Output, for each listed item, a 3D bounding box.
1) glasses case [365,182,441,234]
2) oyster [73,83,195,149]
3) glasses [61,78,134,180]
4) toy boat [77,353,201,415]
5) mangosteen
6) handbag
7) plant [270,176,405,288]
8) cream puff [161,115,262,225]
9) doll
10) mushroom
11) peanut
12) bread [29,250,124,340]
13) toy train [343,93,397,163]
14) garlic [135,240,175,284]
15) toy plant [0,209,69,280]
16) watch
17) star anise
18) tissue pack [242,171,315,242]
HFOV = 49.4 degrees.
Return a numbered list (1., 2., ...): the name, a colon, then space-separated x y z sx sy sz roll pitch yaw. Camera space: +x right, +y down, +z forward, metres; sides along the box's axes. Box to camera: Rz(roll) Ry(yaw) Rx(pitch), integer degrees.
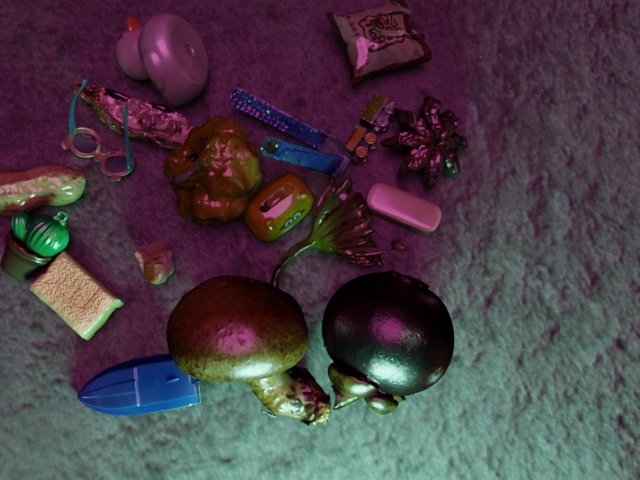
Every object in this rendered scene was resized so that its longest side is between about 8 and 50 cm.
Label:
1. glasses case: 0.211 -0.081 1.776 0.196 0.050 0.083 24 78 2
2. oyster: -0.478 -0.320 1.782 0.345 0.078 0.129 23 55 4
3. glasses: -0.526 -0.281 1.712 0.189 0.220 0.088 33 37 6
4. toy boat: -0.424 0.339 1.617 0.295 0.088 0.129 -11 77 5
5. mangosteen: 0.137 0.241 1.574 0.307 0.307 0.347 24 93 2
6. handbag: 0.153 -0.538 1.846 0.235 0.127 0.213 -19 76 -10
7. plant: -0.003 -0.002 1.668 0.333 0.180 0.251 -25 85 -11
8. cream puff: -0.274 -0.167 1.649 0.185 0.282 0.282 -1 73 -41
9. doll: -0.414 -0.458 1.773 0.221 0.221 0.251 -30 108 -10
10. mushroom: -0.170 0.242 1.561 0.334 0.356 0.331 -11 34 -17
11. peanut: -0.701 -0.121 1.689 0.256 0.123 0.124 -7 77 -7
12. bread: -0.583 0.133 1.659 0.188 0.068 0.125 40 77 5
13. toy train: 0.128 -0.292 1.819 0.081 0.060 0.202 31 76 11
14. garlic: -0.391 0.052 1.689 0.094 0.074 0.113 -20 69 28
15. toy plant: -0.681 -0.004 1.653 0.143 0.105 0.200 36 96 -5
16. watch: -0.072 -0.264 1.737 0.274 0.068 0.276 11 31 -33
17. star anise: 0.278 -0.255 1.774 0.223 0.109 0.236 -26 90 -15
18. tissue pack: -0.104 -0.084 1.716 0.178 0.127 0.123 -39 79 -13
